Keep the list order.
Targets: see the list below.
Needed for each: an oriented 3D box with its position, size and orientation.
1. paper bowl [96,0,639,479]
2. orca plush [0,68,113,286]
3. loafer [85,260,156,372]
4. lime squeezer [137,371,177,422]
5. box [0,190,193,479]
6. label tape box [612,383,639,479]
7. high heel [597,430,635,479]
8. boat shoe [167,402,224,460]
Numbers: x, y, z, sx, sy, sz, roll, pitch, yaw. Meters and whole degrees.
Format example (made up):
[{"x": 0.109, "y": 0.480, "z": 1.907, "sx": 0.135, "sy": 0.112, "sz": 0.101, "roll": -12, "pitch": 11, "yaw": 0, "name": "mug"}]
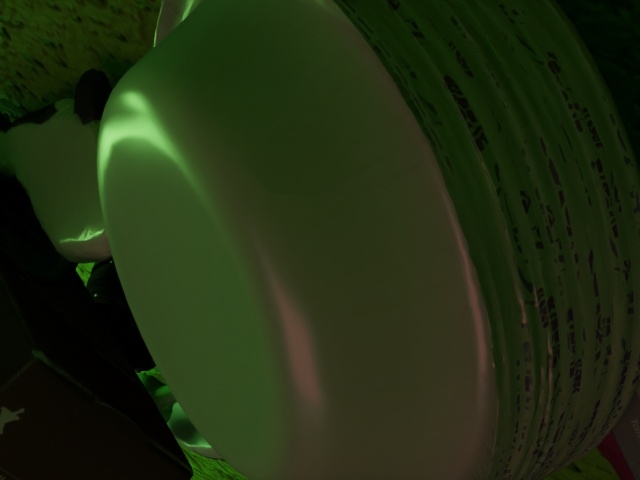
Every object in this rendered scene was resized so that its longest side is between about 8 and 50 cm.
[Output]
[{"x": 0.000, "y": 0.000, "z": 0.513, "sx": 0.284, "sy": 0.148, "sz": 0.284, "roll": 42, "pitch": 144, "yaw": 41, "name": "paper bowl"}, {"x": -0.161, "y": -0.035, "z": 0.823, "sx": 0.102, "sy": 0.151, "sz": 0.287, "roll": 12, "pitch": 171, "yaw": -34, "name": "orca plush"}, {"x": -0.174, "y": 0.071, "z": 1.009, "sx": 0.109, "sy": 0.095, "sz": 0.302, "roll": 41, "pitch": 153, "yaw": -9, "name": "loafer"}, {"x": -0.169, "y": 0.147, "z": 1.117, "sx": 0.059, "sy": 0.110, "sz": 0.310, "roll": 52, "pitch": 151, "yaw": -11, "name": "lime squeezer"}, {"x": -0.267, "y": 0.063, "z": 0.874, "sx": 0.381, "sy": 0.143, "sz": 0.191, "roll": 45, "pitch": 176, "yaw": 45, "name": "box"}, {"x": 0.277, "y": 0.086, "z": 0.397, "sx": 0.347, "sy": 0.115, "sz": 0.249, "roll": -16, "pitch": 101, "yaw": 60, "name": "label tape box"}, {"x": 0.159, "y": 0.096, "z": 0.678, "sx": 0.244, "sy": 0.082, "sz": 0.117, "roll": 28, "pitch": 145, "yaw": -11, "name": "high heel"}, {"x": -0.057, "y": 0.200, "z": 1.113, "sx": 0.228, "sy": 0.080, "sz": 0.076, "roll": 0, "pitch": 135, "yaw": 39, "name": "boat shoe"}]
